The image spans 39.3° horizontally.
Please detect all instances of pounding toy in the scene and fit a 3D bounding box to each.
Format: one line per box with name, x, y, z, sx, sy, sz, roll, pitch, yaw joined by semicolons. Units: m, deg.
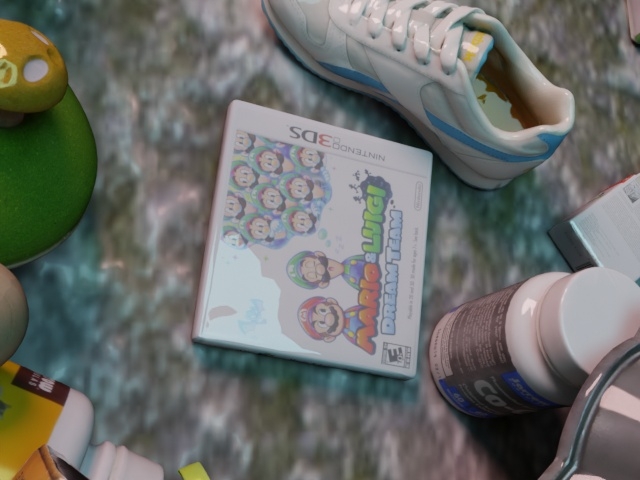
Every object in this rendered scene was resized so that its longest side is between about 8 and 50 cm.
pounding toy;-0.182;-0.069;0.407;0.183;0.110;0.236;23;37;-17

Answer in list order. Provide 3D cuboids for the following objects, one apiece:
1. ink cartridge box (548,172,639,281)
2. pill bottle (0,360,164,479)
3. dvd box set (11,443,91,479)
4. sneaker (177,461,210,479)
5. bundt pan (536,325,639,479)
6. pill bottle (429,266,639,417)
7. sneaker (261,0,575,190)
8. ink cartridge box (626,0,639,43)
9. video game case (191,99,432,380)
ink cartridge box;0.227;-0.011;0.657;0.115;0.029;0.062;-32;88;-28
pill bottle;-0.186;0.100;0.407;0.215;0.117;0.117;27;67;-13
dvd box set;-0.136;0.334;0.323;0.307;0.062;0.420;47;75;-13
sneaker;-0.043;0.228;0.439;0.084;0.097;0.234;-16;81;-25
bundt pan;0.247;0.187;0.476;0.331;0.124;0.330;-8;102;-37
pill bottle;0.129;0.062;0.535;0.078;0.137;0.078;6;73;-20
sneaker;0.065;-0.129;0.591;0.229;0.092;0.087;34;67;-8
ink cartridge box;0.414;-0.226;0.699;0.278;0.201;0.117;4;73;-21
video game case;0.000;0.000;0.567;0.143;0.019;0.157;13;71;-18
